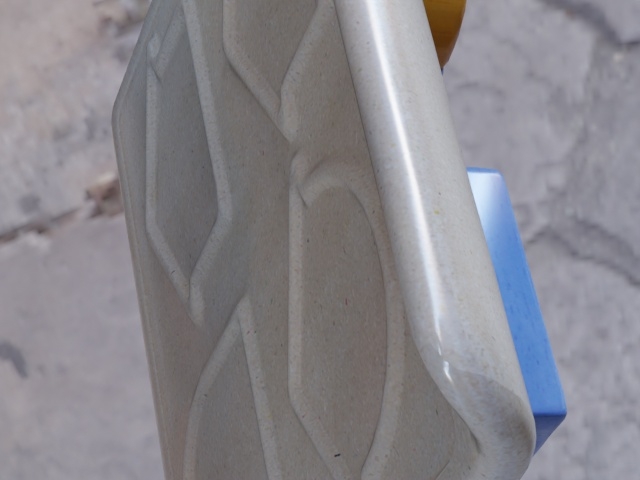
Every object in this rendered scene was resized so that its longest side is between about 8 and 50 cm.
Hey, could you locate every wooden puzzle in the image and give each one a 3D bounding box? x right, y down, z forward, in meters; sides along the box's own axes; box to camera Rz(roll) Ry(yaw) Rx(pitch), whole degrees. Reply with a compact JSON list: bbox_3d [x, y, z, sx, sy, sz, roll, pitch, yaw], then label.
[{"bbox_3d":[0.000,0.000,0.719,0.080,0.348,0.322,-1,58,-16],"label":"wooden puzzle"}]
